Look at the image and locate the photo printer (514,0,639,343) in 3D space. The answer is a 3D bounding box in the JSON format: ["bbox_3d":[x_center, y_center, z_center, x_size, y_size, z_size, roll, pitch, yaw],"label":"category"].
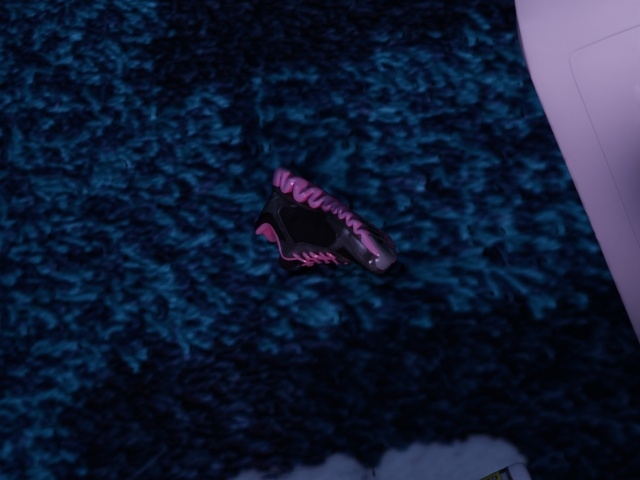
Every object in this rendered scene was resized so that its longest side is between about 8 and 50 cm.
[{"bbox_3d":[0.239,-0.060,0.803,0.256,0.307,0.107,-8,47,23],"label":"photo printer"}]

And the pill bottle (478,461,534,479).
[{"bbox_3d":[0.065,0.165,0.865,0.116,0.065,0.065,-27,43,4],"label":"pill bottle"}]

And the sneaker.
[{"bbox_3d":[0.000,0.000,1.078,0.119,0.047,0.057,35,91,46],"label":"sneaker"}]
